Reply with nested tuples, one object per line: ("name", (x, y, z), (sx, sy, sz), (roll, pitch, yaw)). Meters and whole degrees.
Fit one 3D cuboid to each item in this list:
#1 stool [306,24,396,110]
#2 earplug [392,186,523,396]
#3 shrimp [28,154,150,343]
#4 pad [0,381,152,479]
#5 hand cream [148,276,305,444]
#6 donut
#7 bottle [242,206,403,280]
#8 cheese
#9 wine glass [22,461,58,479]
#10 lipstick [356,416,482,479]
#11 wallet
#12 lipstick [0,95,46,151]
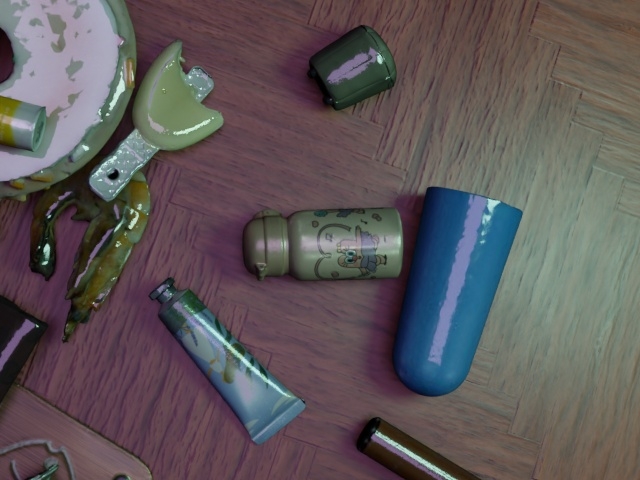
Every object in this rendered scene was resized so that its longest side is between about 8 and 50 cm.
("stool", (0.043, -0.232, 1.385), (0.110, 0.096, 0.096), (-28, 89, -1))
("earplug", (0.171, 0.075, 1.364), (0.132, 0.132, 0.273), (16, 88, -5))
("shrimp", (-0.323, 0.000, 1.349), (0.145, 0.059, 0.254), (29, 84, -1))
("pad", (-0.404, 0.353, 1.340), (0.286, 0.018, 0.284), (33, 83, -4))
("hand cream", (-0.131, 0.155, 1.367), (0.088, 0.055, 0.256), (-40, 97, -3))
("donut", (-0.424, -0.230, 1.311), (0.383, 0.142, 0.382), (0, 86, -5))
("bottle", (0.000, 0.000, 1.365), (0.209, 0.097, 0.110), (-1, 54, -6))
("cheese", (-0.224, -0.148, 1.355), (0.127, 0.050, 0.235), (44, 69, -9))
("wine glass", (-0.329, 0.367, 1.305), (0.072, 0.072, 0.155), (-32, 90, -7))
("lipstick", (0.210, 0.351, 1.381), (0.357, 0.057, 0.057), (31, 84, -3))
("wallet", (-0.480, 0.167, 1.316), (0.182, 0.049, 0.229), (26, 84, 12))
("lipstick", (-0.462, -0.163, 1.205), (0.264, 0.059, 0.059), (13, 85, -3))
